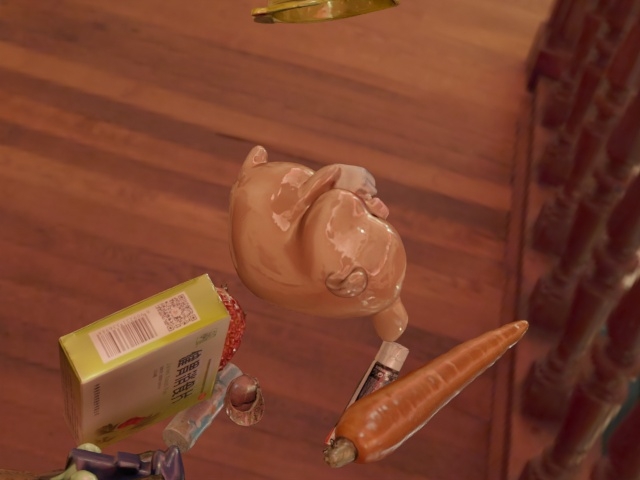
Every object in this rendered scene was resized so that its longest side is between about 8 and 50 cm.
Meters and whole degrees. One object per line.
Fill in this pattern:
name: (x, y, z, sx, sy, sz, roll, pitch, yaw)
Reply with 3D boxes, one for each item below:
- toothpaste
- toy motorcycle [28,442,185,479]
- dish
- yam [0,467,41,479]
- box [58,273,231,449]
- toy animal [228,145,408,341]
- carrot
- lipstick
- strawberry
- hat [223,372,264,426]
toothpaste: (0.076, 0.249, 1.955, 0.071, 0.194, 0.045, 24, 1, -5)
toy motorcycle: (-0.135, 0.316, 0.930, 0.196, 0.331, 0.125, -7, 3, -10)
dish: (0.003, -0.307, 1.471, 0.207, 0.080, 0.148, -9, 1, -34)
yam: (-0.348, 0.296, 1.470, 0.263, 0.046, 0.046, 6, 35, 21)
box: (-0.202, 0.147, 1.405, 0.175, 0.260, 0.062, -24, 69, -21)
toy animal: (0.004, -0.001, 1.675, 0.256, 0.195, 0.213, 11, 73, 34)
carrot: (0.123, 0.163, 1.401, 0.336, 0.069, 0.069, -31, 58, -35)
lipstick: (-0.169, 0.241, 1.799, 0.048, 0.048, 0.158, 27, 42, 13)
strawberry: (-0.176, 0.136, 1.765, 0.131, 0.131, 0.148, 33, 52, 20)
hat: (-0.110, 0.224, 1.703, 0.058, 0.042, 0.087, 15, 46, -15)
